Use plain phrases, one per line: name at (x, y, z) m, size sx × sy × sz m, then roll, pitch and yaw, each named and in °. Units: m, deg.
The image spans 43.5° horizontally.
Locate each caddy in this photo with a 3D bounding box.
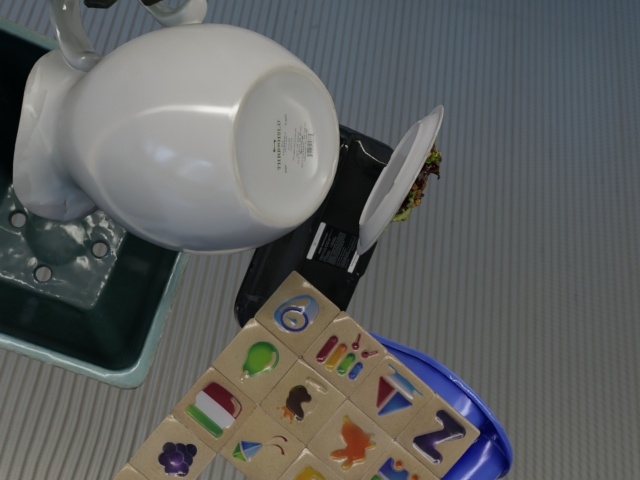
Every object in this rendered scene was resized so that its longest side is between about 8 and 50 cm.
caddy at (0.113, 0.252, 1.144) m, size 0.179 × 0.341 × 0.241 m, roll -42°, pitch 124°, yaw -24°

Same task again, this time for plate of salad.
plate of salad at (0.099, -0.066, 0.941) m, size 0.048 × 0.200 × 0.200 m, roll 29°, pitch 61°, yaw -5°

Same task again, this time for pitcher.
pitcher at (-0.094, -0.086, 0.464) m, size 0.125 × 0.207 × 0.178 m, roll -15°, pitch 109°, yaw -47°

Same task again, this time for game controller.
game controller at (0.000, 0.000, 1.125) m, size 0.166 × 0.067 × 0.319 m, roll 18°, pitch 99°, yaw -35°

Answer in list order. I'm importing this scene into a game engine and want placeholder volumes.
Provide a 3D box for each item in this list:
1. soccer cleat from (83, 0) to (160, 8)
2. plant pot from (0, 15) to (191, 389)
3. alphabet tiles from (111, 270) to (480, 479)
soccer cleat at (-0.166, -0.213, 0.458) m, size 0.289 × 0.093 × 0.121 m, roll 22°, pitch 78°, yaw 32°
plant pot at (-0.250, -0.022, 0.752) m, size 0.247 × 0.252 × 0.247 m, roll 21°, pitch 78°, yaw -13°
alphabet tiles at (0.008, 0.170, 0.506) m, size 0.237 × 0.009 × 0.198 m, roll 41°, pitch 89°, yaw -2°
